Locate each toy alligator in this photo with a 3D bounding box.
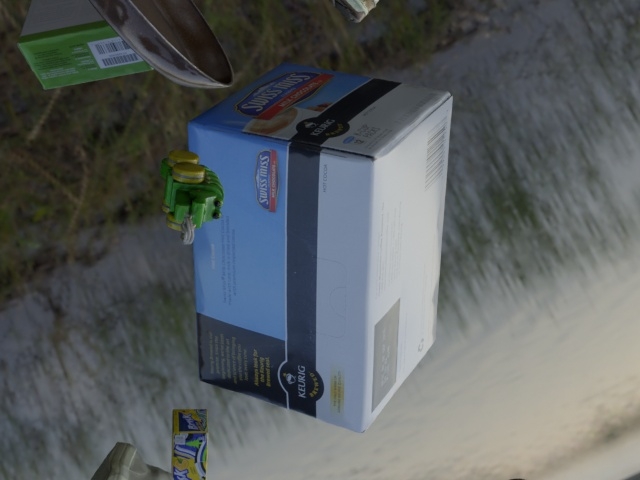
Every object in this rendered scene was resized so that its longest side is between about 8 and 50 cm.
[{"bbox_3d":[-0.108,-0.036,1.042,0.051,0.190,0.056,4,111,-16],"label":"toy alligator"}]

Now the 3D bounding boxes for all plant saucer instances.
[{"bbox_3d":[-0.219,-0.293,1.392,0.050,0.311,0.310,-38,161,12],"label":"plant saucer"}]

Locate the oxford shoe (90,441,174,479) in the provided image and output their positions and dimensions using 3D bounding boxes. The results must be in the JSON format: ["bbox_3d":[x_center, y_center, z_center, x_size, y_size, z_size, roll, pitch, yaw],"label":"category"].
[{"bbox_3d":[-0.268,0.385,1.549,0.169,0.130,0.449,-54,-176,4],"label":"oxford shoe"}]

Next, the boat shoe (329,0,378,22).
[{"bbox_3d":[0.005,-0.355,1.415,0.072,0.190,0.068,-45,-156,-5],"label":"boat shoe"}]

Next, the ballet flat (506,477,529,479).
[{"bbox_3d":[0.308,0.376,1.582,0.073,0.206,0.067,-45,134,-10],"label":"ballet flat"}]

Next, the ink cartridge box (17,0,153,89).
[{"bbox_3d":[-0.341,-0.368,1.821,0.188,0.255,0.097,-8,137,13],"label":"ink cartridge box"}]

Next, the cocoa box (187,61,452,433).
[{"bbox_3d":[0.000,0.000,1.371,0.231,0.228,0.347,-42,140,-52],"label":"cocoa box"}]

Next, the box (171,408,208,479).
[{"bbox_3d":[-0.200,0.337,1.779,0.054,0.059,0.169,1,121,-8],"label":"box"}]
